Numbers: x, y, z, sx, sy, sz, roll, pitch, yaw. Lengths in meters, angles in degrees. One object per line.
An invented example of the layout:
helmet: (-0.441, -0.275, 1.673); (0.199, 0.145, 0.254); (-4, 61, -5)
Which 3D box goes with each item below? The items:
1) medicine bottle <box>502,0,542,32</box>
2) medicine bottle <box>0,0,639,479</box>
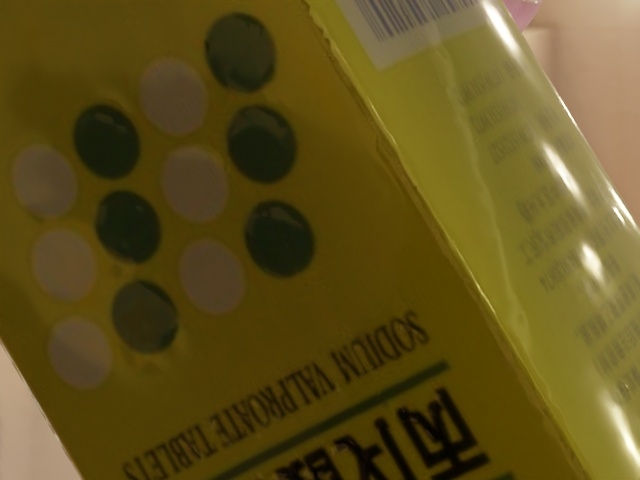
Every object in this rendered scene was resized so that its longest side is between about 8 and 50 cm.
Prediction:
medicine bottle: (-0.027, -0.086, 1.149); (0.202, 0.202, 0.316); (47, -68, 24)
medicine bottle: (0.000, 0.000, 0.498); (0.137, 0.141, 0.250); (-31, -91, 26)
